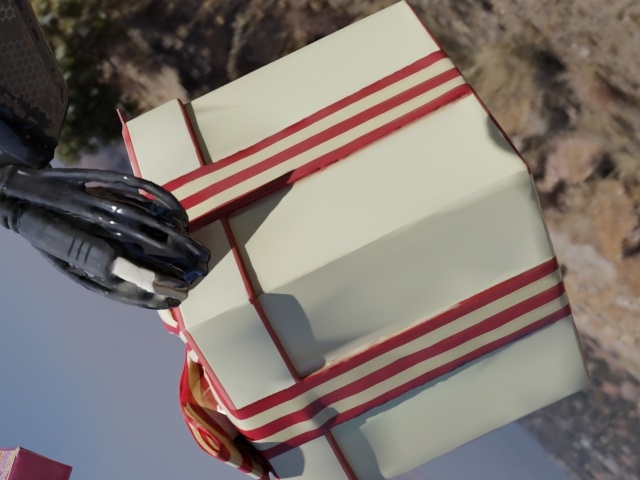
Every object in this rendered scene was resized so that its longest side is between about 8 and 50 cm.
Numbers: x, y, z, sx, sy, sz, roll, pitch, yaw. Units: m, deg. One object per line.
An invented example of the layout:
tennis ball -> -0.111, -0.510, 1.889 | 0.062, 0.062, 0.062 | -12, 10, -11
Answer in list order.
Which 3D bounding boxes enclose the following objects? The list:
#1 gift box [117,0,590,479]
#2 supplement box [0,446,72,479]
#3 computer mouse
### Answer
gift box -> 0.000, 0.000, 0.830 | 0.276, 0.258, 0.255 | 63, -179, -37
supplement box -> -0.213, 0.178, 0.854 | 0.043, 0.055, 0.083 | 25, 161, -21
computer mouse -> -0.153, -0.080, 0.425 | 0.188, 0.072, 0.272 | 26, 149, 35
